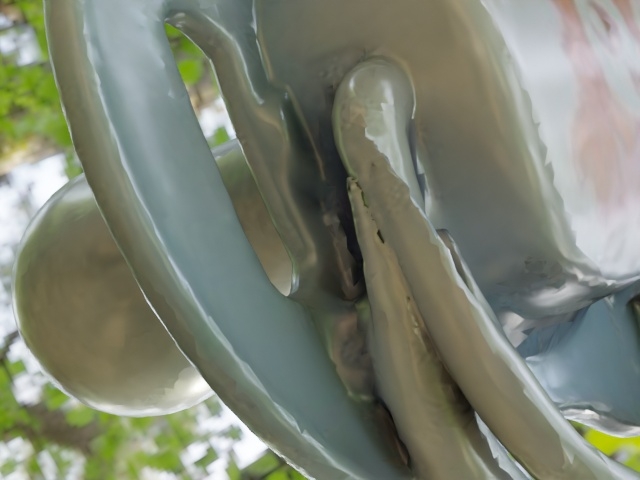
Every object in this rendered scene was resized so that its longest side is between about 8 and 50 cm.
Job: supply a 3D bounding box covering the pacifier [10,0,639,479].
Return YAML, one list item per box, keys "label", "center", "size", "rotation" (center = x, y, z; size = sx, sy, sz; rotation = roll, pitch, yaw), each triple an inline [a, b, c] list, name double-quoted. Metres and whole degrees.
- label: "pacifier"
  center: [0.000, 0.000, 0.563]
  size: [0.233, 0.299, 0.244]
  rotation: [-23, -98, 34]
